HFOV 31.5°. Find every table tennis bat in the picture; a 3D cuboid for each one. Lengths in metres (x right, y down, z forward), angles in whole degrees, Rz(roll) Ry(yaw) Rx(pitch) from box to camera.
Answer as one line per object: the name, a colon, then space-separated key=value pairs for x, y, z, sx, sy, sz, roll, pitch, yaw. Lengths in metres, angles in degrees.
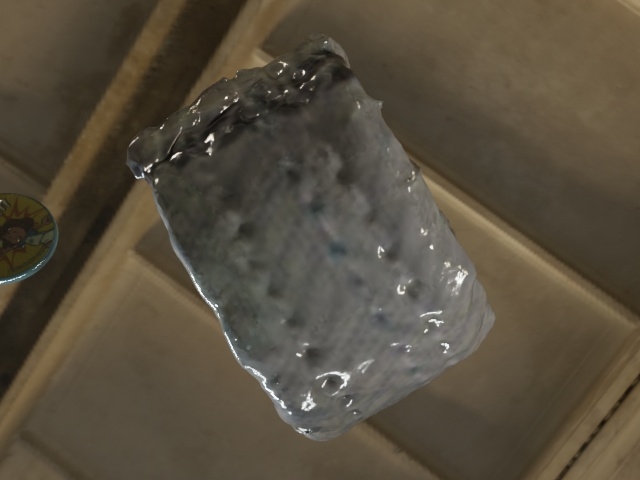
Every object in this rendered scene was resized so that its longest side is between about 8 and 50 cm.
table tennis bat: x=-0.322 y=-0.009 z=1.085 sx=0.155 sy=0.019 sz=0.100 roll=20 pitch=-119 yaw=20

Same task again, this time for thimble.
thimble: x=0.000 y=0.000 z=0.747 sx=0.157 sy=0.245 sz=0.217 roll=-32 pitch=-146 yaw=0
